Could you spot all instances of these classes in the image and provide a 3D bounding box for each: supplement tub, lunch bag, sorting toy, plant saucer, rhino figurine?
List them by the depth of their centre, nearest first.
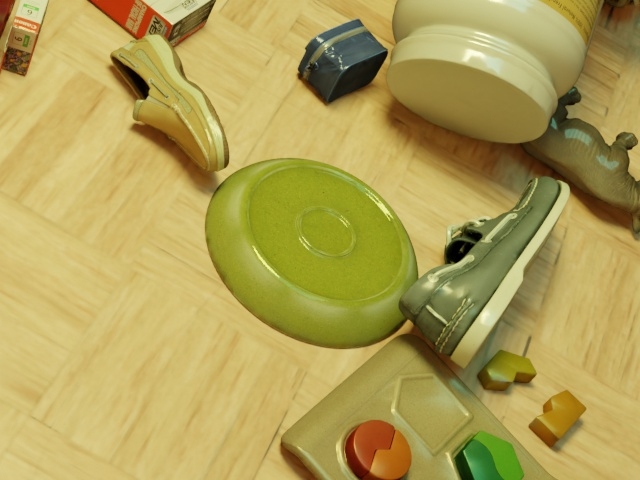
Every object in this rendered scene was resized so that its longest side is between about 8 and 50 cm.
[{"bbox_3d":[0.133,0.188,1.340,0.229,0.041,0.307,44,46,11],"label":"sorting toy"},{"bbox_3d":[0.000,0.000,1.429,0.240,0.037,0.241,15,48,-17],"label":"plant saucer"},{"bbox_3d":[0.020,-0.209,1.592,0.098,0.067,0.065,-27,69,-39],"label":"lunch bag"},{"bbox_3d":[0.215,-0.295,1.596,0.228,0.228,0.316,23,73,-9],"label":"supplement tub"},{"bbox_3d":[0.337,-0.091,1.662,0.243,0.073,0.106,38,41,3],"label":"rhino figurine"}]

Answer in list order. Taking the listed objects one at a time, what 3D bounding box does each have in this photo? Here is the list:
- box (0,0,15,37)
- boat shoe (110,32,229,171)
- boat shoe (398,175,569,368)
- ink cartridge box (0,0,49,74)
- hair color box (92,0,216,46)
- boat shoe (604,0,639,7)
[{"bbox_3d":[-0.426,-0.304,1.391,0.256,0.123,0.128,18,47,-15],"label":"box"},{"bbox_3d":[-0.162,-0.137,1.445,0.072,0.068,0.190,-19,54,-25],"label":"boat shoe"},{"bbox_3d":[0.177,0.008,1.461,0.099,0.116,0.319,31,41,7],"label":"boat shoe"},{"bbox_3d":[-0.305,-0.207,1.418,0.029,0.063,0.115,16,48,-13],"label":"ink cartridge box"},{"bbox_3d":[-0.209,-0.291,1.548,0.167,0.053,0.093,38,44,7],"label":"hair color box"},{"bbox_3d":[0.418,-0.371,1.932,0.302,0.109,0.098,1,89,-33],"label":"boat shoe"}]
